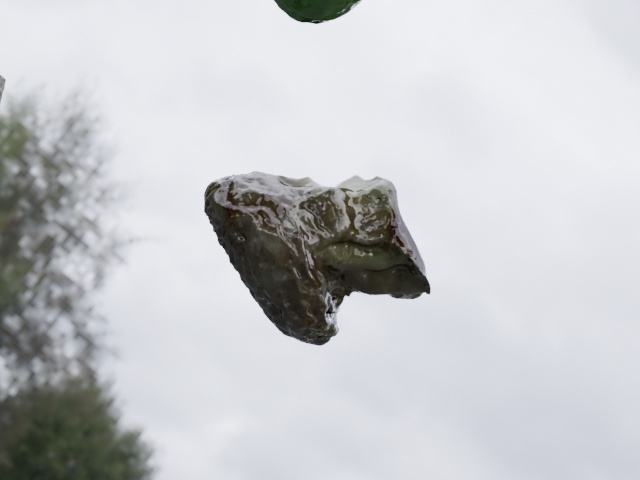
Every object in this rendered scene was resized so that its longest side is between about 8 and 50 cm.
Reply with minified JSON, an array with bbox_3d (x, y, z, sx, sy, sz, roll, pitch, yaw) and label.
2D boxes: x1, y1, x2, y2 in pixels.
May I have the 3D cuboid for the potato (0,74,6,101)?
[{"bbox_3d":[-0.309,-0.110,1.330,0.122,0.086,0.061,8,-10,26],"label":"potato"}]

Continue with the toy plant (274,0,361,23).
[{"bbox_3d":[0.067,-0.359,1.210,0.317,0.356,0.210,-28,-47,22],"label":"toy plant"}]

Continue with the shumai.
[{"bbox_3d":[0.000,0.000,1.439,0.209,0.153,0.161,55,12,-55],"label":"shumai"}]
